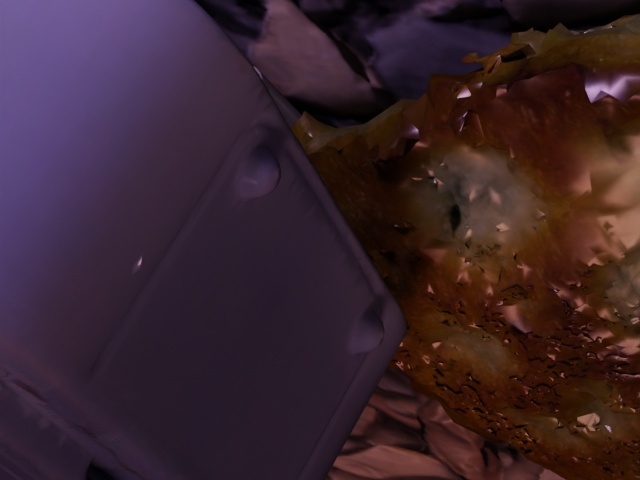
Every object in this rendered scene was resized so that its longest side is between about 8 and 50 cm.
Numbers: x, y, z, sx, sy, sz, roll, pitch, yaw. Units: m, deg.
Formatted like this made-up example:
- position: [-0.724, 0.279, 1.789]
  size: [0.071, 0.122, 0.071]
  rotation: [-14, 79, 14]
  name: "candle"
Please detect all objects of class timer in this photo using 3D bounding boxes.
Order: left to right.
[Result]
- position: [-0.165, -0.043, 0.709]
  size: [0.395, 0.173, 0.395]
  rotation: [30, 168, 7]
  name: "timer"

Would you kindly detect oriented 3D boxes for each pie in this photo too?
- position: [0.153, 0.031, 0.790]
  size: [0.355, 0.103, 0.288]
  rotation: [35, 147, -13]
  name: "pie"

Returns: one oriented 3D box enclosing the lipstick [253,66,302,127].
- position: [0.001, 0.000, 0.895]
  size: [0.057, 0.063, 0.186]
  rotation: [1, 148, 40]
  name: "lipstick"
